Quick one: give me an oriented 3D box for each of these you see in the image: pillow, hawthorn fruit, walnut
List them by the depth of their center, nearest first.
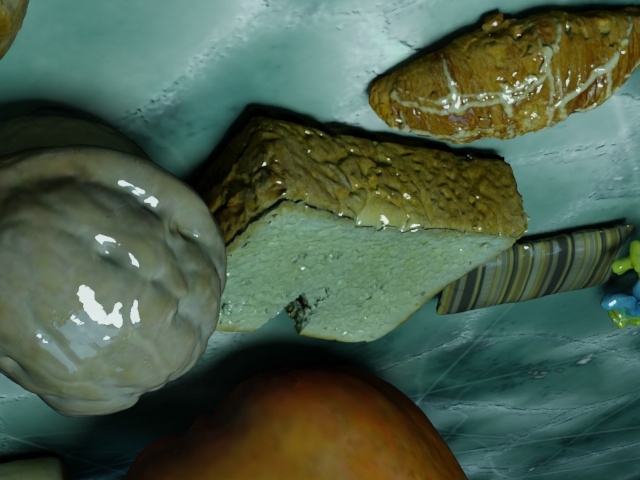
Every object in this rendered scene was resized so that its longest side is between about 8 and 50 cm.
[{"bbox_3d":[-0.175,0.015,0.752,0.224,0.224,0.224,-11,150,-6],"label":"walnut"},{"bbox_3d":[0.227,0.029,1.119,0.203,0.038,0.113,-9,146,-10],"label":"pillow"},{"bbox_3d":[-0.016,0.372,1.155,0.471,0.472,0.472,-11,150,-6],"label":"hawthorn fruit"}]

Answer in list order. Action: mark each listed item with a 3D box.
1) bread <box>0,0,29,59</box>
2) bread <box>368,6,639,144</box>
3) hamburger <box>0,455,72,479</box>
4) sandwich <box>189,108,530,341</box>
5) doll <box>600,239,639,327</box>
[{"bbox_3d":[-0.260,-0.145,0.543,0.230,0.123,0.230,-9,152,-5],"label":"bread"},{"bbox_3d":[0.155,-0.122,0.801,0.233,0.076,0.105,-16,151,1],"label":"bread"},{"bbox_3d":[-0.355,0.406,1.260,0.170,0.302,0.302,-17,151,-11],"label":"hamburger"},{"bbox_3d":[0.000,0.001,0.923,0.273,0.095,0.249,7,147,-34],"label":"sandwich"},{"bbox_3d":[0.481,0.011,1.163,0.346,0.099,0.341,-18,162,16],"label":"doll"}]
